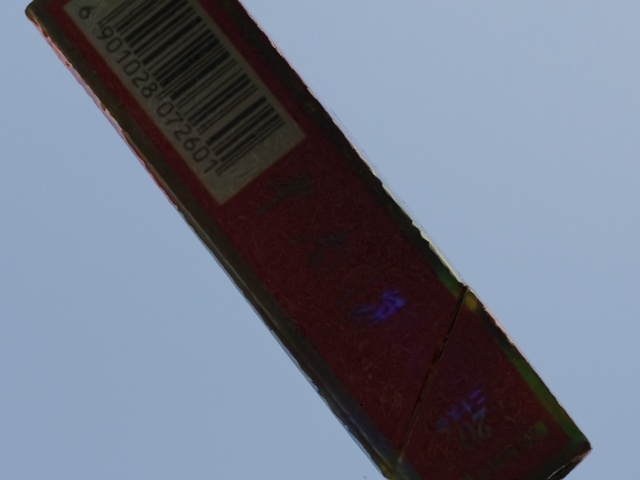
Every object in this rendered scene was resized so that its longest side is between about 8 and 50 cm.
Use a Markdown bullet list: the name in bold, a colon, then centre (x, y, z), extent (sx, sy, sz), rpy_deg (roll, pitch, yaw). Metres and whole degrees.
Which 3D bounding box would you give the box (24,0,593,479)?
- **box**: centre (0.000, -0.001, 0.871), extent (0.089, 0.197, 0.313), rpy_deg (-38, -95, -1)
